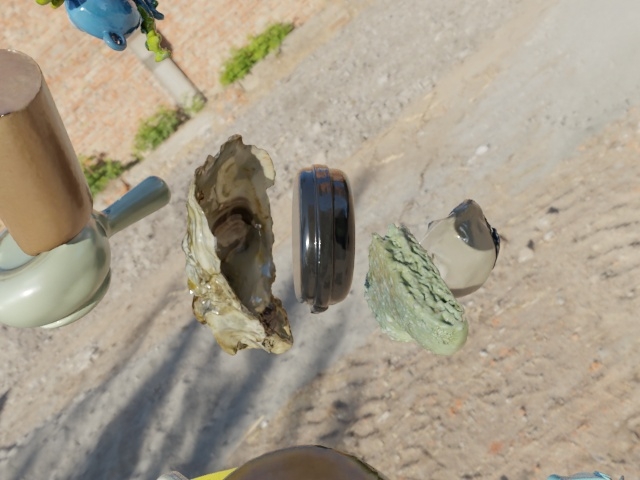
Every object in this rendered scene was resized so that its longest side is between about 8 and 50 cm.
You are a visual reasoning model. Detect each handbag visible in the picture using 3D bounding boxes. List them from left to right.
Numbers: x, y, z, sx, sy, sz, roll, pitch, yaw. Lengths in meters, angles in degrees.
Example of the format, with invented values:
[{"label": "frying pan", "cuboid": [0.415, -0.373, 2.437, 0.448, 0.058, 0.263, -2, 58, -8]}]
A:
[{"label": "handbag", "cuboid": [0.001, 0.000, 1.220, 0.093, 0.253, 0.308, -2, -7, -5]}]

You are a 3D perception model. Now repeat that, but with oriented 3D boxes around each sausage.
[{"label": "sausage", "cuboid": [-0.367, -0.099, 0.866, 0.123, 0.252, 0.123, 0, 52, 0]}]

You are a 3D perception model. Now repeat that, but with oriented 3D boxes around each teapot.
[{"label": "teapot", "cuboid": [-0.368, 0.014, 1.079, 0.318, 0.149, 0.220, -32, 45, -5]}]

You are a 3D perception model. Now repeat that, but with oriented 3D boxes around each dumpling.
[{"label": "dumpling", "cuboid": [0.281, 0.053, 1.482, 0.204, 0.164, 0.292, -50, -22, -54]}]

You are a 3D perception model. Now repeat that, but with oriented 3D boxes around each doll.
[{"label": "doll", "cuboid": [-0.466, -0.498, 1.358, 0.099, 0.341, 0.346, -42, -22, 27]}]

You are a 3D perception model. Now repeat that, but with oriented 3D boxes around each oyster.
[{"label": "oyster", "cuboid": [-0.095, 0.018, 0.719, 0.108, 0.232, 0.161, 3, 32, 26]}]

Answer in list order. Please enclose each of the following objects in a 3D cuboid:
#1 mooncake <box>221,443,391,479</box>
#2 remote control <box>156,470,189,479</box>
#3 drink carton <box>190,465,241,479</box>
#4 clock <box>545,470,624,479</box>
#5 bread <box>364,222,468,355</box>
[{"label": "mooncake", "cuboid": [-0.010, 0.395, 0.815, 0.285, 0.155, 0.284, -7, 46, 7]}, {"label": "remote control", "cuboid": [-0.190, 0.432, 1.079, 0.222, 0.042, 0.078, 19, 104, 41]}, {"label": "drink carton", "cuboid": [-0.122, 0.602, 1.527, 0.155, 0.351, 0.111, -22, 50, 25]}, {"label": "clock", "cuboid": [0.407, 0.397, 1.046, 0.147, 0.108, 0.045, -3, 3, -20]}, {"label": "bread", "cuboid": [0.109, 0.063, 0.904, 0.064, 0.172, 0.232, -16, 9, -16]}]
